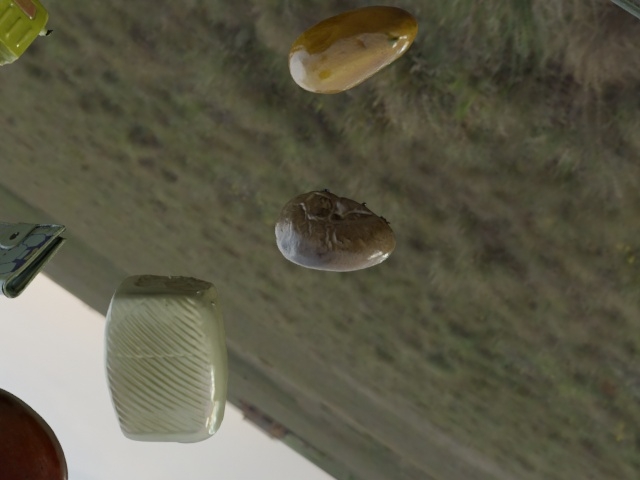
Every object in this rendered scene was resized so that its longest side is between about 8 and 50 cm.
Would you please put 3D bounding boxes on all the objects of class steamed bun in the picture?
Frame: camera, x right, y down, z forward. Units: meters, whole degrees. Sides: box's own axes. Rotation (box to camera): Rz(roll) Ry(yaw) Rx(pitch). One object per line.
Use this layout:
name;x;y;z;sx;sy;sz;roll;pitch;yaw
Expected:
steamed bun;-0.212;0.163;1.416;0.169;0.239;0.152;0;-166;7

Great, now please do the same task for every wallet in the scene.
wallet;-0.737;0.043;2.292;0.309;0.223;0.077;2;130;41

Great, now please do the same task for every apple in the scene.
apple;-0.429;0.295;1.231;0.234;0.234;0.234;33;170;7

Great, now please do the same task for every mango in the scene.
mango;0.048;-0.296;1.528;0.227;0.147;0.109;-12;116;35

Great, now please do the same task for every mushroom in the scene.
mushroom;0.000;0.000;2.000;0.285;0.151;0.156;13;131;36

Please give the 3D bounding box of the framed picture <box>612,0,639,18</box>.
framed picture;0.456;-0.431;1.352;0.247;0.022;0.335;34;160;7

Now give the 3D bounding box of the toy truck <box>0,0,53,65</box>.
toy truck;-0.421;-0.195;1.108;0.157;0.272;0.124;4;144;46
